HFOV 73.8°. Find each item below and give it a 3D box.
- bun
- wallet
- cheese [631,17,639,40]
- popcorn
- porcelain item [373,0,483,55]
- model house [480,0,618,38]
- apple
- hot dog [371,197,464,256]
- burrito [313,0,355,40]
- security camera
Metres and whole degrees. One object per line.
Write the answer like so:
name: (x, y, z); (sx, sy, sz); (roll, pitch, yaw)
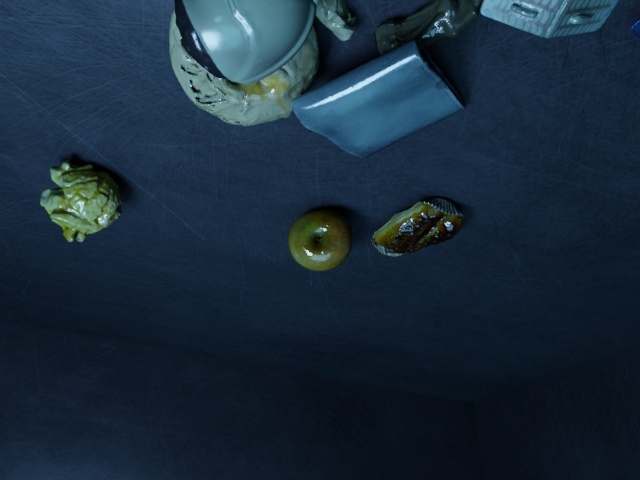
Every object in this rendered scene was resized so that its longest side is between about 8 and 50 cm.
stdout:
bun: (-0.138, -0.311, 0.755); (0.286, 0.146, 0.287); (4, 148, 3)
wallet: (0.124, -0.248, 0.814); (0.251, 0.054, 0.290); (-17, 164, 32)
cheese: (0.601, -0.395, 0.612); (0.176, 0.070, 0.270); (19, 143, -21)
popcorn: (-0.614, -0.096, 1.099); (0.187, 0.186, 0.167); (-44, 152, 14)
porcelain item: (0.197, -0.362, 0.697); (0.215, 0.081, 0.069); (-20, 154, 31)
model house: (0.300, -0.405, 0.504); (0.198, 0.216, 0.224); (5, 146, -4)
apple: (0.000, 0.000, 1.187); (0.182, 0.183, 0.155); (-1, 175, 8)
hot dog: (0.265, -0.026, 1.190); (0.162, 0.082, 0.270); (26, 141, -27)
burrito: (-0.007, -0.405, 0.685); (0.188, 0.058, 0.044); (33, 162, -37)
security camera: (-0.125, -0.351, 0.552); (0.191, 0.197, 0.278); (-25, 113, 6)
